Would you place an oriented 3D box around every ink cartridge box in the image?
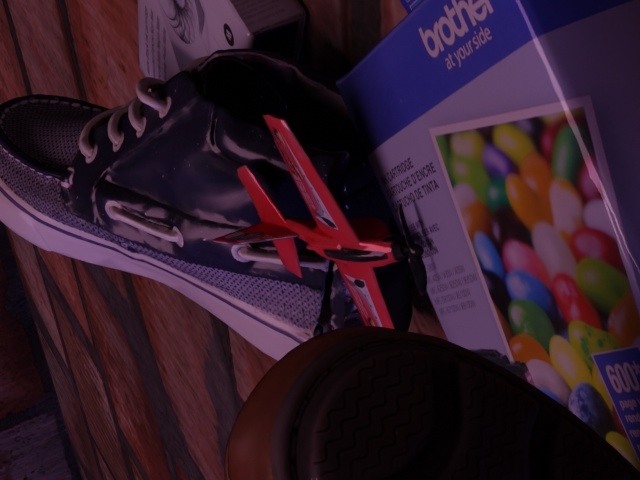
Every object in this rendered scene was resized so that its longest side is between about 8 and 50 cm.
[{"bbox_3d":[0.095,-0.003,0.521,0.311,0.065,0.186,69,161,3],"label":"ink cartridge box"},{"bbox_3d":[-0.089,-0.157,0.875,0.224,0.045,0.223,59,159,24],"label":"ink cartridge box"}]

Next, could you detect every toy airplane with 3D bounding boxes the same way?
[{"bbox_3d":[0.000,0.000,0.620,0.151,0.028,0.151,34,147,26],"label":"toy airplane"}]

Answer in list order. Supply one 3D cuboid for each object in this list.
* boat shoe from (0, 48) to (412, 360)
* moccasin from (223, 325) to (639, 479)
[{"bbox_3d":[-0.089,-0.059,0.775,0.340,0.127,0.158,23,133,26],"label":"boat shoe"},{"bbox_3d":[0.094,0.179,0.467,0.380,0.139,0.147,45,155,-24],"label":"moccasin"}]
